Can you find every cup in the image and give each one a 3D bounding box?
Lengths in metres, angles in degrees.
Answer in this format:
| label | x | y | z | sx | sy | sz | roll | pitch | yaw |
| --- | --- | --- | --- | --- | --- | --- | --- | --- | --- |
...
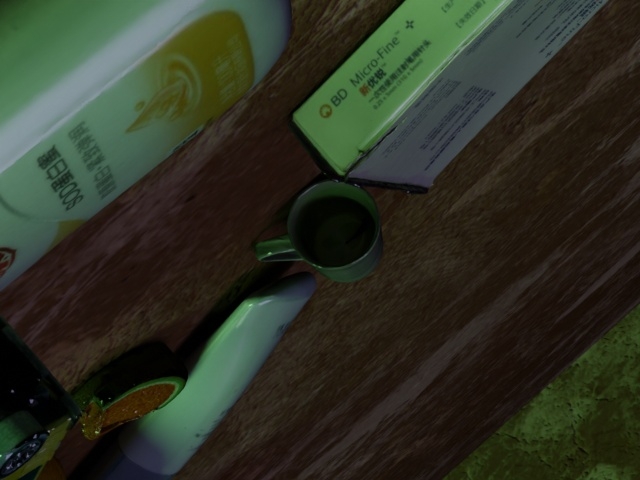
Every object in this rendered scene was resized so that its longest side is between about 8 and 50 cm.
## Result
| label | x | y | z | sx | sy | sz | roll | pitch | yaw |
| --- | --- | --- | --- | --- | --- | --- | --- | --- | --- |
| cup | 0.004 | 0.003 | 1.195 | 0.075 | 0.054 | 0.083 | -42 | 169 | -2 |

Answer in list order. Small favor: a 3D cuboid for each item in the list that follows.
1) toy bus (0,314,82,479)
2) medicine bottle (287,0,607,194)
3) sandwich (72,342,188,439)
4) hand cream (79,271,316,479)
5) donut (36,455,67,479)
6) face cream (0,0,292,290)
| label | x | y | z | sx | sy | sz | roll | pitch | yaw |
| --- | --- | --- | --- | --- | --- | --- | --- | --- | --- |
| toy bus | -0.202 | 0.104 | 0.862 | 0.175 | 0.088 | 0.101 | -29 | 162 | -43 |
| medicine bottle | 0.090 | -0.110 | 1.077 | 0.201 | 0.052 | 0.171 | -46 | 166 | 15 |
| sandwich | -0.118 | 0.091 | 1.200 | 0.101 | 0.026 | 0.069 | -21 | 160 | -49 |
| hand cream | -0.091 | 0.113 | 1.299 | 0.255 | 0.048 | 0.079 | -50 | 169 | 25 |
| donut | -0.229 | 0.249 | 1.225 | 0.253 | 0.118 | 0.253 | -54 | 172 | -11 |
| face cream | -0.138 | -0.016 | 0.696 | 0.291 | 0.071 | 0.144 | -38 | 166 | -11 |
